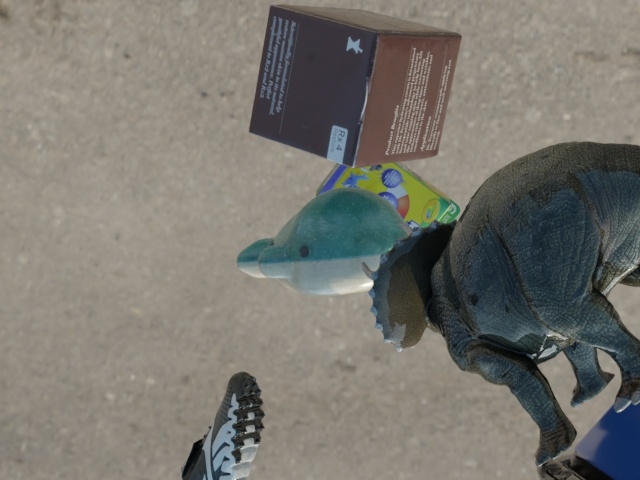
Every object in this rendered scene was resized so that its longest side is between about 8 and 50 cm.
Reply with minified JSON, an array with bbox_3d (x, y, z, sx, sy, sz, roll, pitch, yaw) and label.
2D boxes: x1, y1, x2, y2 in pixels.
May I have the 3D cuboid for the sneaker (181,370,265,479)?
[{"bbox_3d":[-0.140,0.289,1.656,0.106,0.234,0.078,6,180,27],"label":"sneaker"}]

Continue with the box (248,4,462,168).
[{"bbox_3d":[0.046,-0.198,1.556,0.167,0.203,0.168,22,108,33],"label":"box"}]

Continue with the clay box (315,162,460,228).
[{"bbox_3d":[0.117,-0.063,2.072,0.222,0.053,0.127,35,105,-9],"label":"clay box"}]

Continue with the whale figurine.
[{"bbox_3d":[0.000,0.000,1.682,0.216,0.141,0.272,-6,-176,-39],"label":"whale figurine"}]

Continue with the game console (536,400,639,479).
[{"bbox_3d":[0.275,0.206,0.902,0.173,0.250,0.293,-17,179,0],"label":"game console"}]

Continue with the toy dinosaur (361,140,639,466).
[{"bbox_3d":[0.129,0.019,0.698,0.160,0.121,0.313,48,142,3],"label":"toy dinosaur"}]
